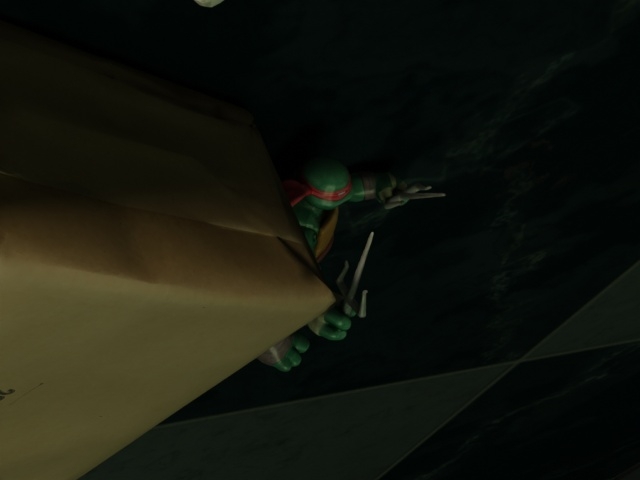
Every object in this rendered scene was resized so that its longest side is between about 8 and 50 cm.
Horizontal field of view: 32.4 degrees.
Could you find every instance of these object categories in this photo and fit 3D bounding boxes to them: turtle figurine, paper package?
[{"bbox_3d":[0.000,0.000,0.846,0.175,0.118,0.234,-55,178,-34],"label":"turtle figurine"},{"bbox_3d":[-0.212,0.036,0.681,0.325,0.168,0.309,-36,151,28],"label":"paper package"}]

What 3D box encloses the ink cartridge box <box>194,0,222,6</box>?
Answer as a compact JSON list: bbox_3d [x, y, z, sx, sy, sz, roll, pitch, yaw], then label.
[{"bbox_3d":[0.029,-0.259,0.391,0.261,0.066,0.296,-40,162,-20],"label":"ink cartridge box"}]
